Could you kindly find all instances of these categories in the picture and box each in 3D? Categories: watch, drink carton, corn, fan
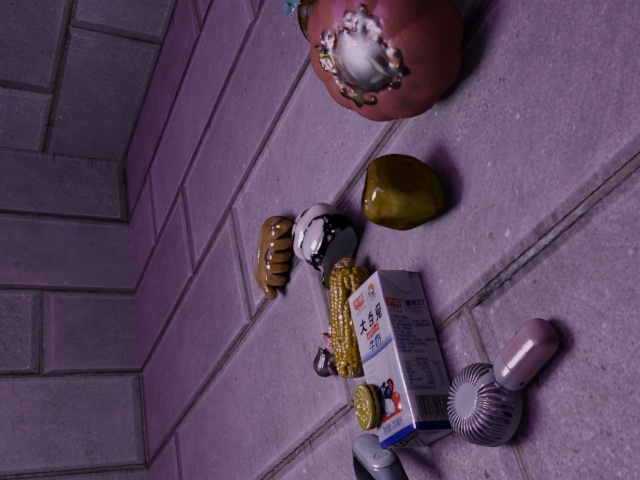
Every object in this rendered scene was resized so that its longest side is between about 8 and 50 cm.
[{"bbox_3d":[0.123,0.472,1.273,0.206,0.068,0.193,7,115,70],"label":"watch"},{"bbox_3d":[0.149,0.218,1.270,0.130,0.106,0.315,-49,45,47],"label":"drink carton"},{"bbox_3d":[0.065,0.163,1.453,0.097,0.097,0.262,-20,70,60],"label":"corn"},{"bbox_3d":[0.287,0.220,1.055,0.244,0.074,0.130,-60,26,31],"label":"fan"}]

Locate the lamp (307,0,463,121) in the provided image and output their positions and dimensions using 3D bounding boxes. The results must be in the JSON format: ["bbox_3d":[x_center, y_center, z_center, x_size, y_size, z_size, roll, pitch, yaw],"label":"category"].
[{"bbox_3d":[0.127,-0.377,1.263,0.305,0.239,0.305,23,137,23],"label":"lamp"}]

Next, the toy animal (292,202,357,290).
[{"bbox_3d":[0.000,0.000,1.553,0.166,0.138,0.179,-60,39,11],"label":"toy animal"}]

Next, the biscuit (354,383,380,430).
[{"bbox_3d":[0.085,0.306,1.242,0.084,0.023,0.084,178,90,-71],"label":"biscuit"}]

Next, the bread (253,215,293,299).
[{"bbox_3d":[-0.126,0.041,1.849,0.134,0.081,0.225,-141,58,-64],"label":"bread"}]

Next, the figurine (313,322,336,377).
[{"bbox_3d":[0.015,0.256,1.577,0.072,0.054,0.129,-155,74,-65],"label":"figurine"}]

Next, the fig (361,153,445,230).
[{"bbox_3d":[0.156,-0.089,1.272,0.165,0.144,0.154,4,125,42],"label":"fig"}]

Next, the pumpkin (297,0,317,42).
[{"bbox_3d":[0.063,-0.535,1.457,0.139,0.190,0.280,33,115,60],"label":"pumpkin"}]

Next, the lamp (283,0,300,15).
[{"bbox_3d":[-0.032,-0.724,1.710,0.284,0.147,0.209,125,139,-57],"label":"lamp"}]
